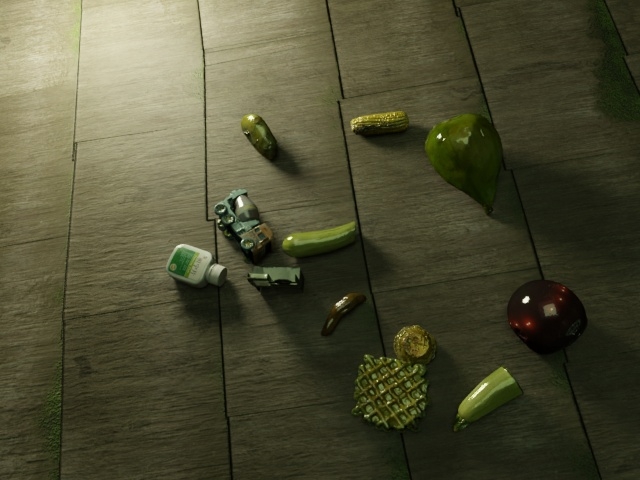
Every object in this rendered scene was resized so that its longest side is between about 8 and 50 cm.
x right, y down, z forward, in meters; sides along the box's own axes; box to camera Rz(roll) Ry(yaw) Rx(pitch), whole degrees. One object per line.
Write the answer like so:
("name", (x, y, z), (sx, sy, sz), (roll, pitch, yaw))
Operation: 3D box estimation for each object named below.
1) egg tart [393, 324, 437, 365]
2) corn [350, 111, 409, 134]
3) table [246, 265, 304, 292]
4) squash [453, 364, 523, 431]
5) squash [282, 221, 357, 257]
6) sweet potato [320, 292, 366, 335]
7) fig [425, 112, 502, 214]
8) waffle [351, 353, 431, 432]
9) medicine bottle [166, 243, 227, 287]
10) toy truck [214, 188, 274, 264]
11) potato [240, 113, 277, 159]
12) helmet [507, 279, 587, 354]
("egg tart", (0.280, 0.309, 1.593), (0.130, 0.052, 0.130), (-3, 68, 8))
("corn", (0.206, -0.405, 1.869), (0.203, 0.072, 0.072), (-5, 69, 6))
("table", (-0.133, 0.114, 1.647), (0.146, 0.175, 0.062), (1, 69, 7))
("squash", (0.456, 0.456, 1.507), (0.224, 0.094, 0.094), (-39, 70, -2))
("squash", (0.000, 0.000, 1.730), (0.250, 0.083, 0.083), (-13, 68, -1))
("sweet potato", (0.060, 0.219, 1.652), (0.182, 0.054, 0.053), (-44, 62, -8))
("fig", (0.490, -0.268, 1.733), (0.314, 0.233, 0.233), (40, 76, -10))
("waffle", (0.205, 0.444, 1.548), (0.223, 0.054, 0.204), (8, 70, 11))
("medicine bottle", (-0.398, 0.090, 1.745), (0.183, 0.069, 0.119), (19, 70, 12))
("toy truck", (-0.245, -0.054, 1.766), (0.140, 0.108, 0.257), (-32, 65, -21))
("potato", (-0.215, -0.366, 1.886), (0.085, 0.105, 0.188), (-30, 81, -25))
("helmet", (0.639, 0.210, 1.532), (0.189, 0.193, 0.216), (-45, 42, -9))
